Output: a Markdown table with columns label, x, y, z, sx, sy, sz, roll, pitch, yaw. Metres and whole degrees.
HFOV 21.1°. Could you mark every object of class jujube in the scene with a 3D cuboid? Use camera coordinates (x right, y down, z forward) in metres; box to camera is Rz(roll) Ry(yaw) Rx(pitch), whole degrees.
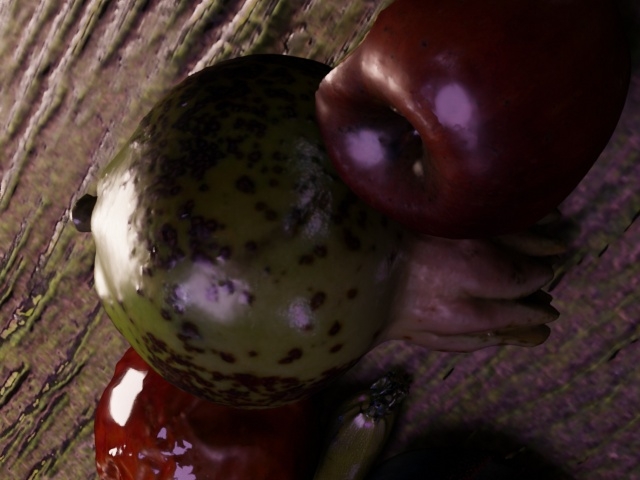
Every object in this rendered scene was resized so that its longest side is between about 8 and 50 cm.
| label | x | y | z | sx | sy | sz | roll | pitch | yaw |
| --- | --- | --- | --- | --- | --- | --- | --- | --- | --- |
| jujube | -0.090 | 0.147 | 1.257 | 0.168 | 0.168 | 0.236 | 41 | 153 | 0 |

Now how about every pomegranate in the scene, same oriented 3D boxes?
| label | x | y | z | sx | sy | sz | roll | pitch | yaw |
| --- | --- | --- | --- | --- | --- | --- | --- | --- | --- |
| pomegranate | -0.004 | 0.012 | 1.040 | 0.277 | 0.222 | 0.204 | 31 | 130 | -21 |

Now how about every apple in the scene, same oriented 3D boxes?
| label | x | y | z | sx | sy | sz | roll | pitch | yaw |
| --- | --- | --- | --- | --- | --- | --- | --- | --- | --- |
| apple | 0.093 | -0.083 | 0.917 | 0.147 | 0.158 | 0.156 | 23 | 138 | 40 |

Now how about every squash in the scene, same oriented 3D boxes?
| label | x | y | z | sx | sy | sz | roll | pitch | yaw |
| --- | --- | --- | --- | --- | --- | --- | --- | --- | --- |
| squash | 0.020 | 0.157 | 1.253 | 0.052 | 0.052 | 0.183 | 33 | 139 | 9 |

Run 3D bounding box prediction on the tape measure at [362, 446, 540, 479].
| label | x | y | z | sx | sy | sz | roll | pitch | yaw |
| --- | --- | --- | --- | --- | --- | --- | --- | --- | --- |
| tape measure | 0.097 | 0.251 | 1.205 | 0.202 | 0.135 | 0.222 | 10 | 129 | 26 |
